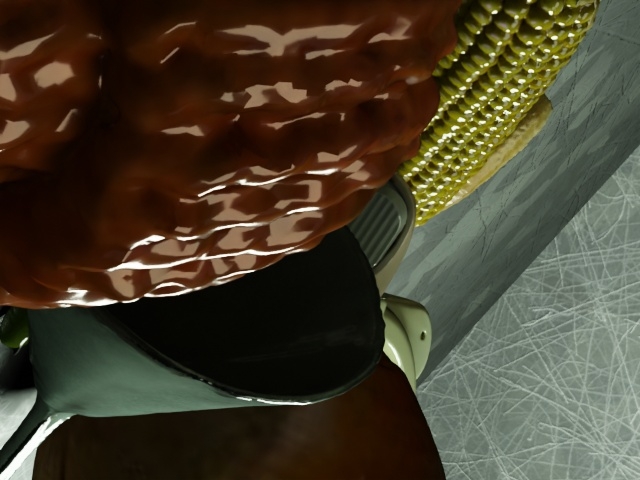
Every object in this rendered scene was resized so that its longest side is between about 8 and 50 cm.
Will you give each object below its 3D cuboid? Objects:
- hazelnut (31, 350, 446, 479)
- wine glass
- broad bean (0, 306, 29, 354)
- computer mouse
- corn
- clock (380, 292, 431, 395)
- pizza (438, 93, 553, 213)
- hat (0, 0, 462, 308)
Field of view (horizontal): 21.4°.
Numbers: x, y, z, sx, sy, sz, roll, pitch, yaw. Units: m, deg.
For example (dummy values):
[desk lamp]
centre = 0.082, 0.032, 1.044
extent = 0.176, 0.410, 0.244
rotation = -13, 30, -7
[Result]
[hazelnut]
centre = -0.064, 0.184, 1.460
extent = 0.372, 0.372, 0.315
rotation = 32, 75, -77
[wine glass]
centre = -0.182, 0.113, 1.134
extent = 0.406, 0.267, 0.267
rotation = -46, 168, 32
[broad bean]
centre = -0.167, 0.012, 1.267
extent = 0.195, 0.046, 0.061
rotation = -45, 165, -4
[computer mouse]
centre = 0.000, 0.000, 1.521
extent = 0.082, 0.145, 0.236
rotation = -44, 171, -35
[corn]
centre = 0.121, -0.141, 1.471
extent = 0.144, 0.144, 0.387
rotation = -34, 162, -40
[clock]
centre = -0.011, 0.194, 1.762
extent = 0.284, 0.114, 0.309
rotation = 11, 92, -54
[pizza]
centre = 0.119, -0.078, 1.716
extent = 0.271, 0.056, 0.134
rotation = -28, -148, 33
[hat]
centre = -0.167, -0.105, 0.555
extent = 0.400, 0.285, 0.285
rotation = -1, 139, -44
